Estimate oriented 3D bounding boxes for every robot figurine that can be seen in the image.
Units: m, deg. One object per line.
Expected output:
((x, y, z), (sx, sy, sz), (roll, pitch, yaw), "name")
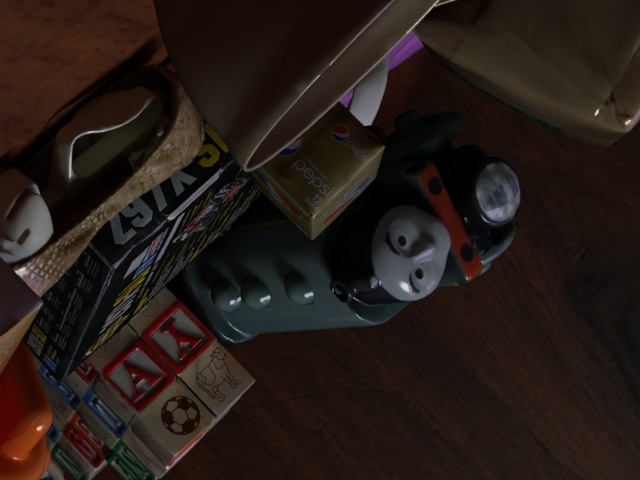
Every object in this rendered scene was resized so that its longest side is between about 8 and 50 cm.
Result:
((-0.260, 0.147, 1.247), (0.219, 0.128, 0.158), (-47, 179, 28), "robot figurine")

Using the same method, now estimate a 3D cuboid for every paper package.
((0.199, -0.225, 1.303), (0.309, 0.168, 0.325), (-59, 176, 5), "paper package")

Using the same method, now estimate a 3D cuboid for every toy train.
((0.000, 0.000, 1.531), (0.334, 0.142, 0.190), (-5, -152, 49), "toy train")

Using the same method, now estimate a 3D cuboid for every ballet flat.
((-0.146, -0.028, 1.068), (0.206, 0.073, 0.067), (-46, 151, -27), "ballet flat")

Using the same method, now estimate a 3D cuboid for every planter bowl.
((-0.013, -0.125, 0.884), (0.162, 0.109, 0.162), (-44, 178, -2), "planter bowl")

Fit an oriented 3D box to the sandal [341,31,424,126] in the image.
((0.017, -0.106, 1.746), (0.416, 0.102, 0.169), (-43, 177, -1), "sandal")

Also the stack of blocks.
((-0.171, 0.115, 1.603), (0.087, 0.171, 0.297), (-43, 178, -23), "stack of blocks")

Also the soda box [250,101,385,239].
((-0.004, -0.046, 1.201), (0.061, 0.058, 0.181), (-45, 178, -3), "soda box")

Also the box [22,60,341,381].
((-0.091, -0.047, 1.320), (0.257, 0.079, 0.322), (-42, 177, -20), "box")

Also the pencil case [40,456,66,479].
((-0.303, 0.254, 1.663), (0.160, 0.183, 0.410), (-44, 178, -18), "pencil case")

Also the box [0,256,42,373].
((-0.218, 0.063, 0.903), (0.130, 0.091, 0.170), (-43, 177, -29), "box")
